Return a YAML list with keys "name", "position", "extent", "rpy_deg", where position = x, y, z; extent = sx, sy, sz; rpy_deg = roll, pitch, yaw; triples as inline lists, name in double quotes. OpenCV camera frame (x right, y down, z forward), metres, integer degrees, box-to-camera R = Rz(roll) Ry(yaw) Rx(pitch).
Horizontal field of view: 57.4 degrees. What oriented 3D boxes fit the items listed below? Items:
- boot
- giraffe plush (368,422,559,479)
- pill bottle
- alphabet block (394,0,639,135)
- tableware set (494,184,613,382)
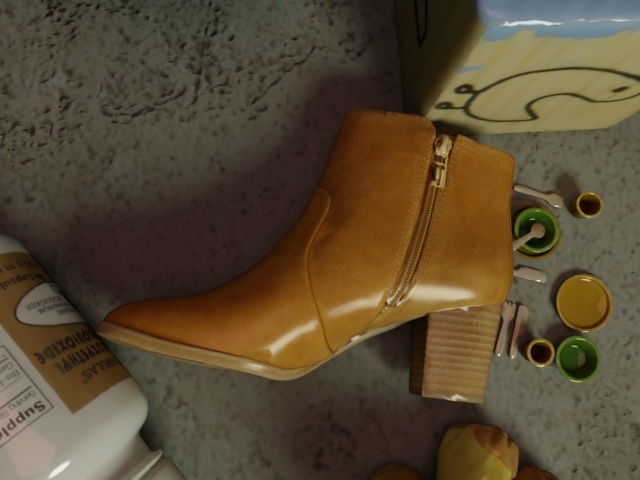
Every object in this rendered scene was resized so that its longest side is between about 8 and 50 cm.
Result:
- name: "boot"
  position: [0.001, 0.000, 0.442]
  extent: [0.295, 0.104, 0.211]
  rpy_deg: [8, 77, -7]
- name: "giraffe plush"
  position: [0.101, 0.240, 0.371]
  extent: [0.181, 0.170, 0.210]
  rpy_deg: [44, 83, 3]
- name: "pill bottle"
  position: [-0.194, 0.119, 0.393]
  extent: [0.131, 0.131, 0.229]
  rpy_deg: [-40, 86, -7]
- name: "alphabet block"
  position: [0.163, -0.197, 0.417]
  extent: [0.193, 0.197, 0.193]
  rpy_deg: [-2, 83, -2]
- name: "tableware set"
  position: [0.194, 0.032, 0.476]
  extent: [0.104, 0.024, 0.154]
  rpy_deg: [15, 82, -1]
